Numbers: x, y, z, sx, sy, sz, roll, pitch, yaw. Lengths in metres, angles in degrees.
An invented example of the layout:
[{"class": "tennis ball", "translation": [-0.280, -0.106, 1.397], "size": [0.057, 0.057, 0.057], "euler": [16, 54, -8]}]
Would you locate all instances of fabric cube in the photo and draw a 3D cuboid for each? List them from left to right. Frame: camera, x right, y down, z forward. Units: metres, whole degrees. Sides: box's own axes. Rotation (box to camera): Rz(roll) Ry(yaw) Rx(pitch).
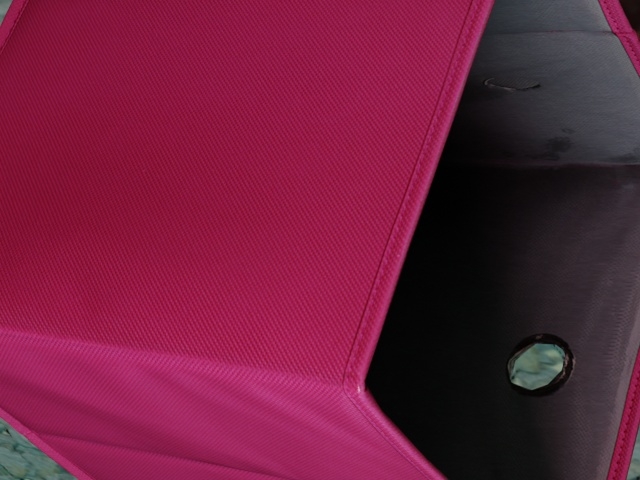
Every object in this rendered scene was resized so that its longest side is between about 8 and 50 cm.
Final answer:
[{"class": "fabric cube", "translation": [0.000, 0.000, 0.766], "size": [0.258, 0.254, 0.259], "euler": [3, 152, 32]}]

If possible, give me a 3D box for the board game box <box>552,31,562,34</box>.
[{"class": "board game box", "translation": [0.094, -0.193, 0.676], "size": [0.124, 0.039, 0.259], "euler": [21, 150, -3]}]
